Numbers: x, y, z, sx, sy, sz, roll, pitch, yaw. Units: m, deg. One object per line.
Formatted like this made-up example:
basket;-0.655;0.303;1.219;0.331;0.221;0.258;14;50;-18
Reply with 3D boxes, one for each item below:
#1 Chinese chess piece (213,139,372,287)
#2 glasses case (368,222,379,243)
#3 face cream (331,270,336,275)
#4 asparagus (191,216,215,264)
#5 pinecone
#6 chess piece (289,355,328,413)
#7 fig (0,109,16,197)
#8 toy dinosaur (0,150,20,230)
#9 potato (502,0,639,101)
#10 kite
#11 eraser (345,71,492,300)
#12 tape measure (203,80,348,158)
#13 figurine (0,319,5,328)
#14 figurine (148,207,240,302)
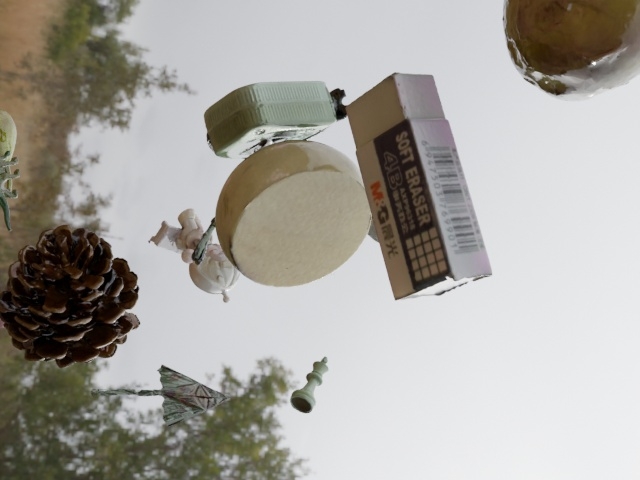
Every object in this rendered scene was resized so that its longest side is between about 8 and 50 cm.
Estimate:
Chinese chess piece;-0.042;-0.041;1.256;0.250;0.251;0.097;-66;-145;30
glasses case;0.140;-0.028;1.562;0.059;0.092;0.233;-45;-162;-14
face cream;0.000;0.000;1.882;0.385;0.086;0.135;27;78;-72
asparagus;-0.218;-0.025;1.594;0.233;0.023;0.022;-77;167;-56
pinecone;-0.287;0.061;0.915;0.173;0.174;0.173;-169;-90;-68
chess piece;-0.015;0.315;1.789;0.059;0.059;0.149;-57;180;43
fig;-0.619;-0.164;1.507;0.093;0.093;0.166;-166;-107;-68
toy dinosaur;-0.402;-0.069;0.981;0.029;0.060;0.119;-6;-89;52
potato;0.382;-0.315;1.059;0.289;0.301;0.237;127;-23;-71
kite;-0.285;0.276;1.439;0.229;0.250;0.012;-134;-126;-66
eraser;0.128;-0.071;1.073;0.130;0.086;0.287;-28;-108;53
tape measure;-0.093;-0.217;1.510;0.207;0.235;0.115;-26;-101;47
figurine;-0.711;0.162;1.796;0.067;0.083;0.071;6;-97;25
figurine;-0.303;0.047;2.036;0.257;0.144;0.182;44;-10;27
